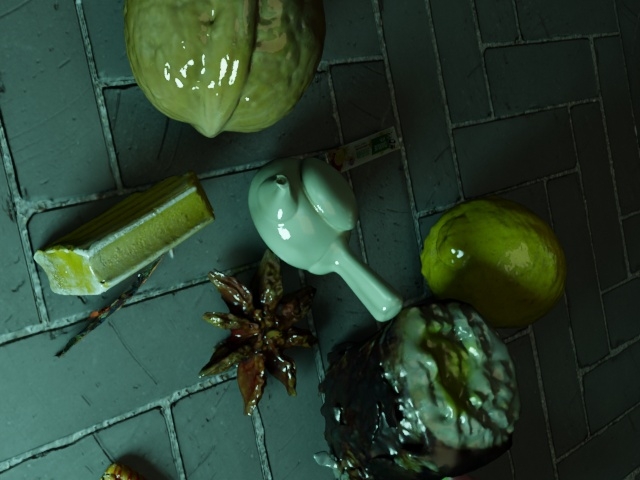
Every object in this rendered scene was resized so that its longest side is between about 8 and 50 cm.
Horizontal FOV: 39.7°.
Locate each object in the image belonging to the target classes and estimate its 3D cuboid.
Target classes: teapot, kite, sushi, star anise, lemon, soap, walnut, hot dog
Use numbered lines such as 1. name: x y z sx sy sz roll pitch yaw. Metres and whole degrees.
1. teapot: 0.013 -0.010 1.501 0.318 0.149 0.220 49 26 -10
2. kite: -0.295 0.089 1.273 0.009 0.232 0.189 47 10 0
3. sushi: 0.167 0.282 1.542 0.281 0.294 0.300 18 59 -28
4. star anise: -0.102 0.150 1.480 0.288 0.088 0.288 5 82 -40
5. lemon: 0.362 0.050 1.795 0.316 0.285 0.286 19 72 -10
6. soap: -0.267 -0.017 1.290 0.257 0.160 0.080 -36 112 -38
7. walnut: -0.146 -0.320 1.352 0.332 0.332 0.333 5 83 -43
8. hot dog: -0.273 0.388 1.331 0.144 0.038 0.062 49 56 -29

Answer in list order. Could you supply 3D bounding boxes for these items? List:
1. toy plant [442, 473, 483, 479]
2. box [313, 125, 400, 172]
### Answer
1. toy plant: 0.261 0.588 1.716 0.317 0.210 0.356 -45 126 2
2. box: 0.074 -0.169 1.702 0.207 0.041 0.050 -26 100 -42
